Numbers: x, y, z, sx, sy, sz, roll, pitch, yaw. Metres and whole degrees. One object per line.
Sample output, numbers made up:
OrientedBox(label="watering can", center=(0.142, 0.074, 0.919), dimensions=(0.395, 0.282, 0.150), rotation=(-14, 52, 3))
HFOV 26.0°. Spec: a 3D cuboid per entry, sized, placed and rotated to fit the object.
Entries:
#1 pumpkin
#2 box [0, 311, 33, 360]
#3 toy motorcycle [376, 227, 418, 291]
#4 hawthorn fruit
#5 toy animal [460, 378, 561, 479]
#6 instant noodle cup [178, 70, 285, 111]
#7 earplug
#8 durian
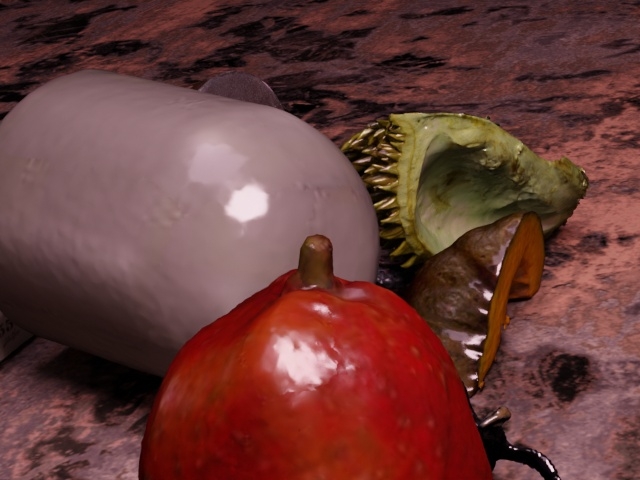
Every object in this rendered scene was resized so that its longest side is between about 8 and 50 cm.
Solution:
OrientedBox(label="pumpkin", center=(0.144, 0.039, 1.449), dimensions=(0.130, 0.149, 0.254), rotation=(10, 29, 23))
OrientedBox(label="box", center=(-0.471, 0.096, 1.636), dimensions=(0.259, 0.071, 0.168), rotation=(2, 25, 24))
OrientedBox(label="toy motorcycle", center=(0.002, 0.001, 1.661), dimensions=(0.171, 0.089, 0.298), rotation=(-14, 24, -20))
OrientedBox(label="hawthorn fruit", center=(-0.008, 0.149, 1.023), dimensions=(0.265, 0.307, 0.265), rotation=(-2, 18, 1))
OrientedBox(label="toy animal", center=(0.139, 0.172, 1.179), dimensions=(0.220, 0.108, 0.062), rotation=(41, 44, 22))
OrientedBox(label="instant noodle cup", center=(-0.181, -0.119, 1.895), dimensions=(0.207, 0.217, 0.217), rotation=(2, 23, 40))
OrientedBox(label="earplug", center=(-0.131, -0.009, 1.450), dimensions=(0.394, 0.312, 0.312), rotation=(13, 30, 41))
OrientedBox(label="durian", center=(0.162, -0.067, 1.569), dimensions=(0.394, 0.198, 0.163), rotation=(15, 29, -42))
